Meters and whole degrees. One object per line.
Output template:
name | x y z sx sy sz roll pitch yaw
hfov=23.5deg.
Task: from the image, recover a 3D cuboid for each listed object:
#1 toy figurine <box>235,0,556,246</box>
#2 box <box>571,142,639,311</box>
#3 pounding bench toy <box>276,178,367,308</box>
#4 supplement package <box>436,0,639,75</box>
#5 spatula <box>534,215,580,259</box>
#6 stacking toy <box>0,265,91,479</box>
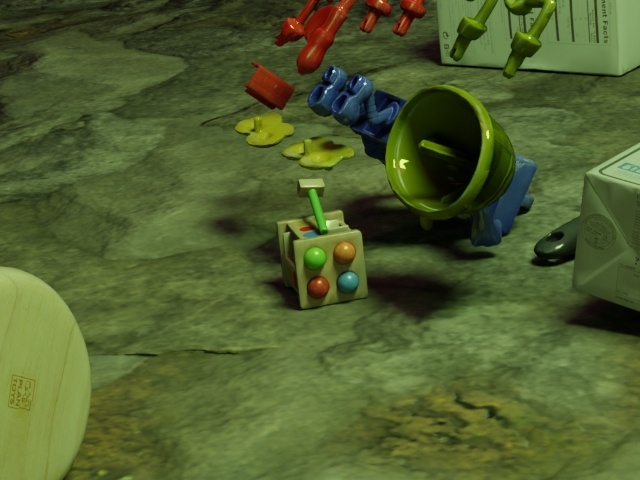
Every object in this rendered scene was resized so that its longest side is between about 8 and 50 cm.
toy figurine | 0.117 -0.088 1.217 0.217 0.191 0.362 31 -2 -32
box | 0.321 -0.029 1.073 0.169 0.087 0.290 21 31 35
pounding bench toy | 0.000 0.000 1.142 0.052 0.083 0.065 -10 18 -12
supplement package | 0.271 -0.277 1.786 0.244 0.133 0.139 9 25 39
spatula | 0.283 -0.036 1.232 0.296 0.030 0.084 -18 21 -31
stacking toy | -0.306 0.092 0.942 0.330 0.141 0.141 -4 17 32
